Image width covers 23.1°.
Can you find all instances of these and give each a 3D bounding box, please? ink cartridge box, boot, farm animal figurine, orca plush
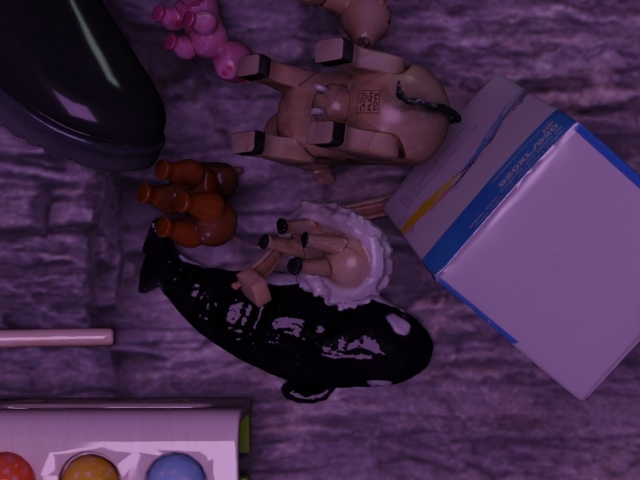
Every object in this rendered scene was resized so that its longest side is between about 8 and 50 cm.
[{"bbox_3d":[0.184,-0.012,1.323,0.171,0.232,0.168,39,96,-17],"label":"ink cartridge box"},{"bbox_3d":[-0.199,-0.330,1.303,0.367,0.146,0.445,39,118,17],"label":"boot"},{"bbox_3d":[-0.004,-0.130,1.378,0.327,0.172,0.330,22,99,47],"label":"farm animal figurine"},{"bbox_3d":[-0.038,0.063,1.437,0.287,0.102,0.151,33,97,3],"label":"orca plush"}]

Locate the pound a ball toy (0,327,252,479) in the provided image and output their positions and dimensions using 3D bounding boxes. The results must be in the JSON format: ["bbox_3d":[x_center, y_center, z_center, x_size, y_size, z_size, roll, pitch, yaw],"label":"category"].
[{"bbox_3d":[-0.227,0.177,1.451,0.319,0.136,0.208,0,94,6],"label":"pound a ball toy"}]

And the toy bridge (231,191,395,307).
[{"bbox_3d":[0.000,0.000,1.432,0.188,0.063,0.026,-27,124,-18],"label":"toy bridge"}]
